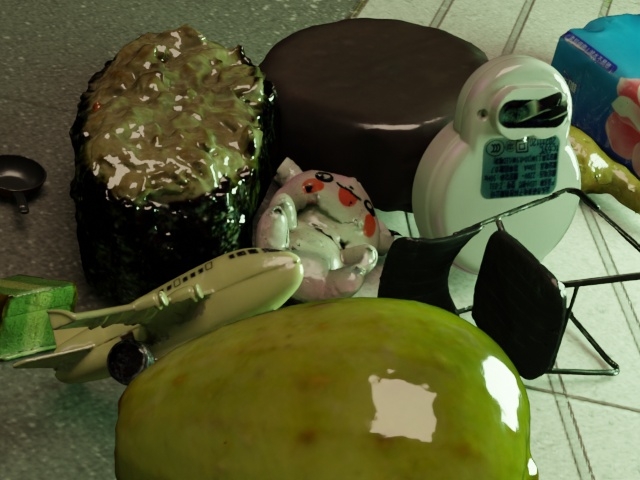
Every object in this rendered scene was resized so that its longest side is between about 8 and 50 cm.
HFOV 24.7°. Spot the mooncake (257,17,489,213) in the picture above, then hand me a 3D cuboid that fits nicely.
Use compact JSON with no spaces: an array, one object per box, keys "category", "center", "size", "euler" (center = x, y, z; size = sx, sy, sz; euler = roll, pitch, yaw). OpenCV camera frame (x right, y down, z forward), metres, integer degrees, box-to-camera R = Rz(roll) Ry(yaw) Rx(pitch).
[{"category":"mooncake","center":[0.063,-0.138,1.646],"size":[0.283,0.141,0.283],"euler":[1,33,-1]}]

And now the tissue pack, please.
[{"category":"tissue pack","center":[0.440,-0.170,1.820],"size":[0.209,0.137,0.270],"euler":[-9,38,-31]}]

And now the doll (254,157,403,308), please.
[{"category":"doll","center":[0.000,0.000,1.462],"size":[0.149,0.095,0.192],"euler":[32,35,-2]}]

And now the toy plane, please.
[{"category":"toy plane","center":[-0.124,0.072,1.213],"size":[0.244,0.229,0.092],"euler":[-17,74,14]}]

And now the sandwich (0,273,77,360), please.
[{"category":"sandwich","center":[-0.279,0.041,1.324],"size":[0.074,0.074,0.116],"euler":[-12,41,-33]}]

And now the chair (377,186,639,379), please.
[{"category":"chair","center":[0.182,0.055,1.404],"size":[0.221,0.140,0.145],"euler":[-10,40,-26]}]

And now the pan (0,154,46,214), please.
[{"category":"pan","center":[-0.312,-0.051,1.494],"size":[0.068,0.023,0.115],"euler":[0,33,-20]}]

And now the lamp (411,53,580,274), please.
[{"category":"lamp","center":[0.179,-0.076,1.499],"size":[0.179,0.246,0.108],"euler":[-5,28,-26]}]

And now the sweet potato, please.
[{"category":"sweet potato","center":[0.308,-0.084,1.711],"size":[0.269,0.075,0.075],"euler":[33,38,14]}]

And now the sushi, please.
[{"category":"sushi","center":[-0.150,-0.081,1.463],"size":[0.210,0.171,0.350],"euler":[8,33,-4]}]

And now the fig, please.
[{"category":"fig","center":[-0.002,0.159,1.088],"size":[0.326,0.258,0.258],"euler":[10,31,19]}]
